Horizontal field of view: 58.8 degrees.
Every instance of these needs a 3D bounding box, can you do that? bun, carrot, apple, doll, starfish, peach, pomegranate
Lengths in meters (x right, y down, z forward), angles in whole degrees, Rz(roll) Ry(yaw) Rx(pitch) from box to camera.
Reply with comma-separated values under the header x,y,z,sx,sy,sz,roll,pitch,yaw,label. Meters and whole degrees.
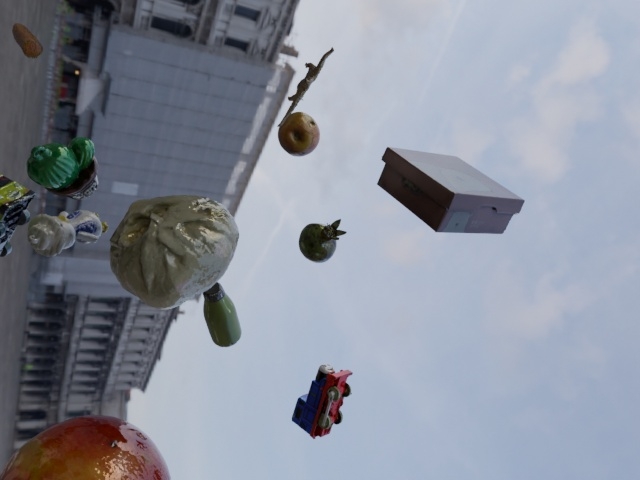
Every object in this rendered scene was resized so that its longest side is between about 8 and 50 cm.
x,y,z,sx,sy,sz,roll,pitch,yaw,label
-0.409,-0.005,1.545,0.365,0.366,0.219,-115,-176,-48,bun
-0.714,-0.487,1.374,0.139,0.048,0.048,45,-54,36,carrot
-0.073,-0.345,1.866,0.146,0.147,0.146,-25,-119,60,apple
-0.716,-0.030,1.613,0.119,0.138,0.293,-52,174,18,doll
-0.056,-0.488,1.824,0.295,0.048,0.231,-58,-163,7,starfish
-0.492,0.569,1.214,0.388,0.389,0.387,-25,-119,60,peach
0.013,0.001,2.123,0.220,0.156,0.156,-20,-116,36,pomegranate

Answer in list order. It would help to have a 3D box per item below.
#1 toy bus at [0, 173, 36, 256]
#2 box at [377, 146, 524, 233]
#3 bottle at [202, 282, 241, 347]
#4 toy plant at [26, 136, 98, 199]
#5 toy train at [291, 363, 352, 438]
x,y,z,sx,sy,sz,roll,pitch,yaw,label
-0.836,-0.041,1.407,0.262,0.150,0.128,-50,-171,23,toy bus
0.254,-0.100,1.144,0.215,0.215,0.086,47,-55,44,box
-0.346,0.251,1.958,0.112,0.112,0.260,-114,-167,-47,bottle
-0.534,-0.157,1.200,0.105,0.143,0.200,51,-13,13,toy plant
0.006,0.446,1.597,0.131,0.083,0.203,26,-75,37,toy train
